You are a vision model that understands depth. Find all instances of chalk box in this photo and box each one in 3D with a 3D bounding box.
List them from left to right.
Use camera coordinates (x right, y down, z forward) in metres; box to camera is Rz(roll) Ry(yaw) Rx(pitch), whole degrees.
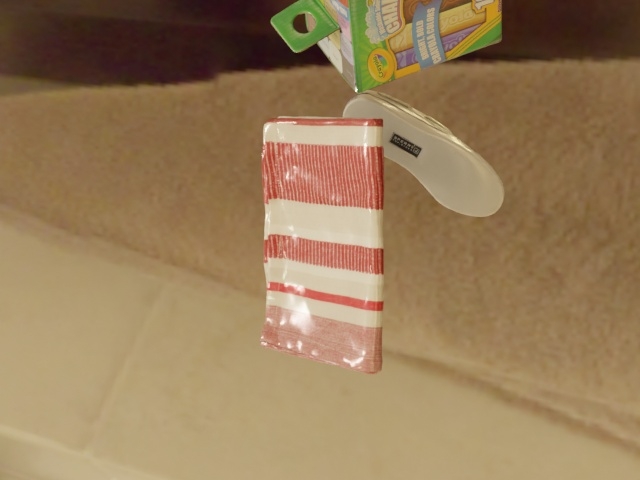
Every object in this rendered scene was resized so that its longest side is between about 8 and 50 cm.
[{"bbox_3d":[0.078,-0.335,1.890,0.289,0.180,0.179,-21,-43,-15],"label":"chalk box"}]

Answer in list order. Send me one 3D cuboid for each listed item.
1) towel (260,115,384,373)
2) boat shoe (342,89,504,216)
[{"bbox_3d":[0.000,0.000,1.876,0.037,0.237,0.329,-4,-83,-39],"label":"towel"},{"bbox_3d":[0.157,-0.134,2.069,0.096,0.267,0.088,-63,-4,30],"label":"boat shoe"}]
